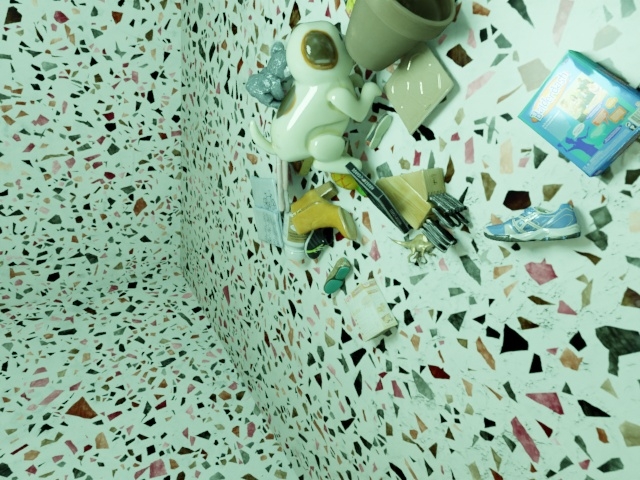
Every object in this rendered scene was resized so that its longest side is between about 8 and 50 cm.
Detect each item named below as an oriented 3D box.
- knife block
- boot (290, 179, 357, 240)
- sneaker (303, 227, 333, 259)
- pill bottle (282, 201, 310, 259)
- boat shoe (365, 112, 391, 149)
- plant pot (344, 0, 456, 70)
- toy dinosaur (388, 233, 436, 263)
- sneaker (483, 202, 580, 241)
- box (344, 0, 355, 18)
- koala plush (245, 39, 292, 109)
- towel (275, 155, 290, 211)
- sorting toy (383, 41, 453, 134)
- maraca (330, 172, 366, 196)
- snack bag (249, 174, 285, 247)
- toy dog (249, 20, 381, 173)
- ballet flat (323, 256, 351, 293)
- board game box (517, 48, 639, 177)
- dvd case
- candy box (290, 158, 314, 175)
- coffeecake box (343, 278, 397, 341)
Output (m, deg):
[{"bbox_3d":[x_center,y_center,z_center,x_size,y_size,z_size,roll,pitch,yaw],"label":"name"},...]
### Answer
[{"bbox_3d":[0.295,-0.085,1.199,0.276,0.088,0.241,-2,98,55],"label":"knife block"},{"bbox_3d":[0.003,-0.070,1.546,0.211,0.104,0.295,-35,56,19],"label":"boot"},{"bbox_3d":[0.000,0.000,1.664,0.097,0.084,0.234,46,135,37],"label":"sneaker"},{"bbox_3d":[-0.096,-0.038,1.751,0.131,0.131,0.229,37,129,45],"label":"pill bottle"},{"bbox_3d":[0.184,-0.358,1.318,0.043,0.049,0.137,62,148,26],"label":"boat shoe"},{"bbox_3d":[0.176,-0.583,1.072,0.229,0.263,0.262,-38,68,56],"label":"plant pot"},{"bbox_3d":[0.300,0.025,1.273,0.183,0.053,0.092,0,87,45],"label":"toy dinosaur"},{"bbox_3d":[0.487,-0.037,0.955,0.211,0.080,0.081,-6,89,47],"label":"sneaker"},{"bbox_3d":[0.128,-0.704,1.260,0.087,0.058,0.232,138,115,-75],"label":"box"},{"bbox_3d":[-0.174,-0.666,1.640,0.221,0.203,0.196,-51,58,36],"label":"koala plush"},{"bbox_3d":[-0.158,-0.322,1.687,0.331,0.054,0.316,-105,14,-60],"label":"towel"},{"bbox_3d":[0.277,-0.441,1.169,0.193,0.038,0.208,-49,55,50],"label":"sorting toy"},{"bbox_3d":[0.103,-0.223,1.432,0.186,0.099,0.127,43,170,19],"label":"maraca"},{"bbox_3d":[-0.270,-0.150,2.014,0.323,0.037,0.342,19,120,59],"label":"snack bag"},{"bbox_3d":[-0.016,-0.461,1.277,0.284,0.396,0.407,-99,15,-53],"label":"toy dog"},{"bbox_3d":[0.067,0.139,1.642,0.206,0.073,0.067,124,153,-44],"label":"ballet flat"},{"bbox_3d":[0.535,-0.258,0.829,0.210,0.047,0.160,57,141,28],"label":"board game box"},{"bbox_3d":[0.178,-0.127,1.258,0.030,0.239,0.179,-42,52,5],"label":"dvd case"},{"bbox_3d":[-0.069,-0.373,1.679,0.109,0.053,0.186,57,140,29],"label":"candy box"},{"bbox_3d":[0.179,0.256,1.494,0.185,0.068,0.142,64,144,20],"label":"coffeecake box"}]
